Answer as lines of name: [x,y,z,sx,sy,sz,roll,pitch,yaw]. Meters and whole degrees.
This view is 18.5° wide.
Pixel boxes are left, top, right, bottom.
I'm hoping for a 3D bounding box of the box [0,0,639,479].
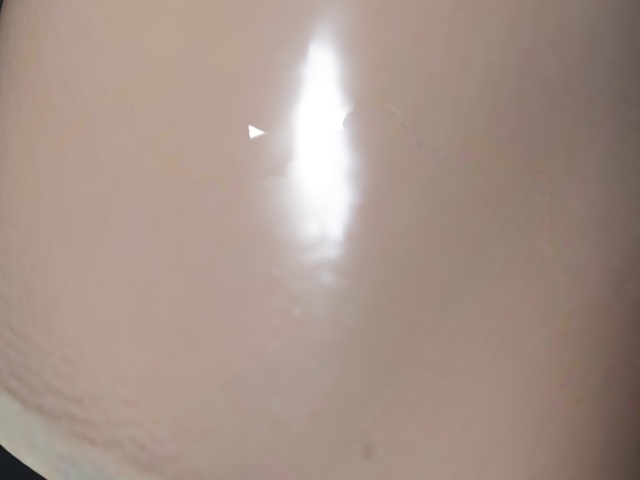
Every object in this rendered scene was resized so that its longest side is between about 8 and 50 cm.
box: [0.024,-0.043,0.684,0.301,0.301,0.216,-108,23,-63]
